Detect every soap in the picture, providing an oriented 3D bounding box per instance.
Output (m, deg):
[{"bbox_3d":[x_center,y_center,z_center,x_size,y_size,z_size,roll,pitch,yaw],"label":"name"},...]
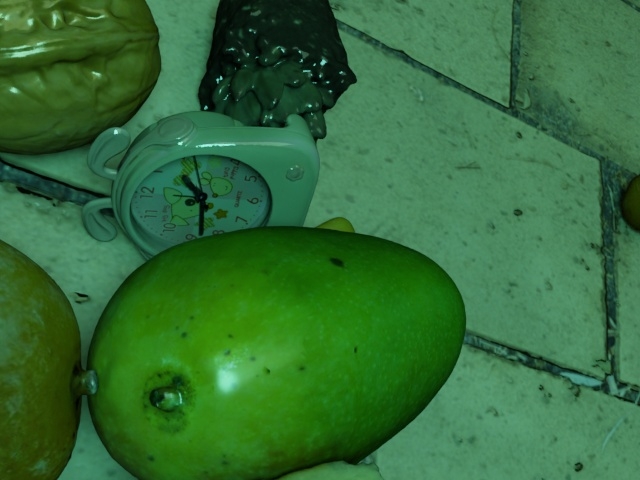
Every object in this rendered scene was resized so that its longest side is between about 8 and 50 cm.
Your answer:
[{"bbox_3d":[0.000,0.000,0.799,0.089,0.012,0.034,-21,82,-35],"label":"soap"}]

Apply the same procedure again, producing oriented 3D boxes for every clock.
[{"bbox_3d":[-0.104,-0.044,0.677,0.191,0.151,0.062,4,42,-19],"label":"clock"}]

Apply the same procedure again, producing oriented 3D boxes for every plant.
[{"bbox_3d":[-0.045,-0.162,0.769,0.129,0.132,0.194,12,61,-23],"label":"plant"}]

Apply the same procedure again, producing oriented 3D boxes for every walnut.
[{"bbox_3d":[-0.227,-0.151,0.642,0.207,0.159,0.159,-22,82,-41],"label":"walnut"}]

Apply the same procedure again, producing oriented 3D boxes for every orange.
[{"bbox_3d":[0.440,-0.050,1.047,0.085,0.085,0.085,12,64,-27],"label":"orange"}]

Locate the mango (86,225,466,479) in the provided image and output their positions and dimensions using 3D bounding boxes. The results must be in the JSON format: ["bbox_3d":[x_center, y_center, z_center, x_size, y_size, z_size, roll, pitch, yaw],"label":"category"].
[{"bbox_3d":[-0.018,0.083,0.634,0.382,0.225,0.201,-13,81,-54],"label":"mango"}]

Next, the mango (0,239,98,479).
[{"bbox_3d":[-0.326,0.070,0.456,0.384,0.199,0.221,8,87,-12],"label":"mango"}]

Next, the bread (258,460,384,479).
[{"bbox_3d":[-0.061,0.265,0.492,0.239,0.246,0.111,-10,33,-20],"label":"bread"}]
